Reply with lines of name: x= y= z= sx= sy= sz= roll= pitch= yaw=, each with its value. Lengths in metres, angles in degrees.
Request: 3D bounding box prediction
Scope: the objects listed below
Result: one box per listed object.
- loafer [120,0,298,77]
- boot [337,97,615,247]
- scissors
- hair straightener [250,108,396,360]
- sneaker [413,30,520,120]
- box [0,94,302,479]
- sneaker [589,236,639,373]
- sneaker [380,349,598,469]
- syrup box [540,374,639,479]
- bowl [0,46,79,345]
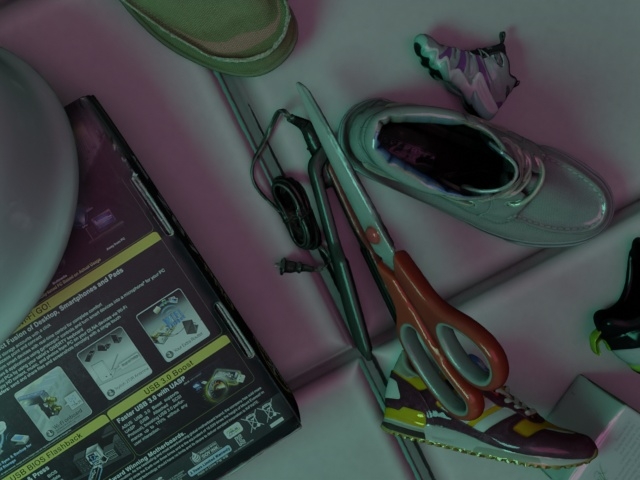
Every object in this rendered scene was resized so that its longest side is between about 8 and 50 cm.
loafer: x=-0.130 y=-0.222 z=0.719 sx=0.268 sy=0.092 sz=0.102 roll=36 pitch=92 yaw=-13
boot: x=0.143 y=-0.048 z=0.774 sx=0.258 sy=0.123 sz=0.095 roll=15 pitch=97 yaw=-11
scissors: x=0.049 y=0.014 z=0.762 sx=0.021 sy=0.109 sz=0.297 roll=-31 pitch=79 yaw=-28
hair straightener: x=0.000 y=0.000 z=0.799 sx=0.089 sy=0.047 sz=0.230 roll=-24 pitch=102 yaw=-5
sneaker: x=0.130 y=-0.156 z=0.801 sx=0.098 sy=0.038 sz=0.069 roll=42 pitch=89 yaw=-22
box: x=-0.262 y=0.120 z=0.754 sx=0.395 sy=0.097 sz=0.318 roll=-33 pitch=104 yaw=-2
sneaker: x=0.329 y=0.017 z=0.834 sx=0.097 sy=0.084 sz=0.234 roll=35 pitch=93 yaw=-11
sneaker: x=0.143 y=0.141 z=0.801 sx=0.185 sy=0.069 sz=0.084 roll=8 pitch=82 yaw=20
syrup box: x=0.317 y=0.230 z=0.862 sx=0.237 sy=0.093 sz=0.096 roll=35 pitch=92 yaw=-13
bowl: x=-0.325 y=-0.042 z=0.624 sx=0.298 sy=0.134 sz=0.298 roll=-4 pitch=69 yaw=10
